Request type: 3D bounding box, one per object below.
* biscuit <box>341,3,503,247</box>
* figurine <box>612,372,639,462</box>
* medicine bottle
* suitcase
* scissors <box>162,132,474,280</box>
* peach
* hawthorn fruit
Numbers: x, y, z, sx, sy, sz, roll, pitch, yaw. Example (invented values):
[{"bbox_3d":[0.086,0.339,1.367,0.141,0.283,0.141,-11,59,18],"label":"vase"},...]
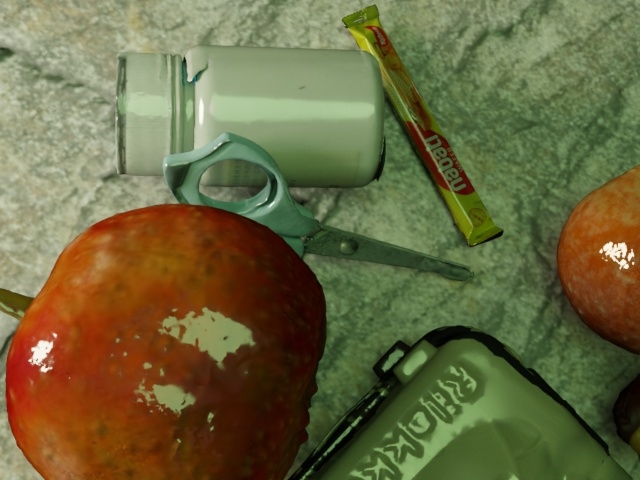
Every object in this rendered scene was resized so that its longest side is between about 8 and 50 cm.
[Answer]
[{"bbox_3d":[0.109,-0.124,1.131,0.048,0.026,0.291,-26,85,-32],"label":"biscuit"},{"bbox_3d":[0.415,0.182,1.070,0.240,0.174,0.115,5,49,-20],"label":"figurine"},{"bbox_3d":[-0.073,-0.123,1.039,0.258,0.143,0.143,0,80,-11],"label":"medicine bottle"},{"bbox_3d":[0.132,0.288,0.972,0.339,0.194,0.351,46,76,-1],"label":"suitcase"},{"bbox_3d":[0.000,0.001,1.049,0.360,0.191,0.029,14,38,-20],"label":"scissors"},{"bbox_3d":[0.358,0.017,1.043,0.233,0.232,0.232,2,79,-9],"label":"peach"},{"bbox_3d":[-0.158,0.094,0.913,0.330,0.287,0.287,21,77,-10],"label":"hawthorn fruit"}]
